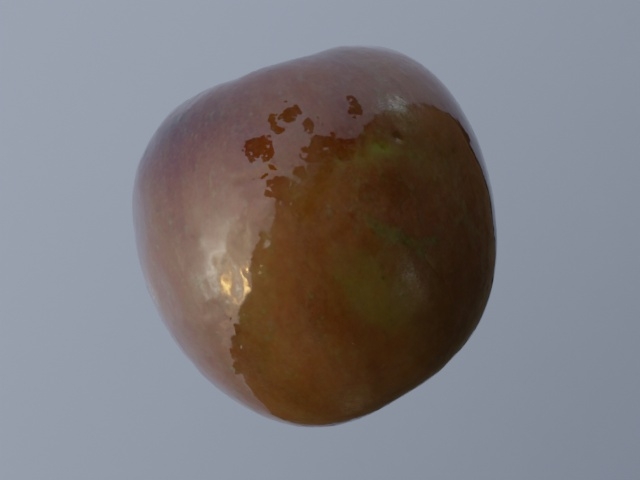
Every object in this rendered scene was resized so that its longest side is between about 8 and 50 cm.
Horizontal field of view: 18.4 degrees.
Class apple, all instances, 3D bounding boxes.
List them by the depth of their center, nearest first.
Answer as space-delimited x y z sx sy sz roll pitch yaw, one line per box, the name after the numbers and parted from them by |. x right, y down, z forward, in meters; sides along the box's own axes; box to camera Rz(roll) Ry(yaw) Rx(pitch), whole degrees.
0.000 0.000 1.264 0.253 0.253 0.253 -43 -21 -21 | apple
